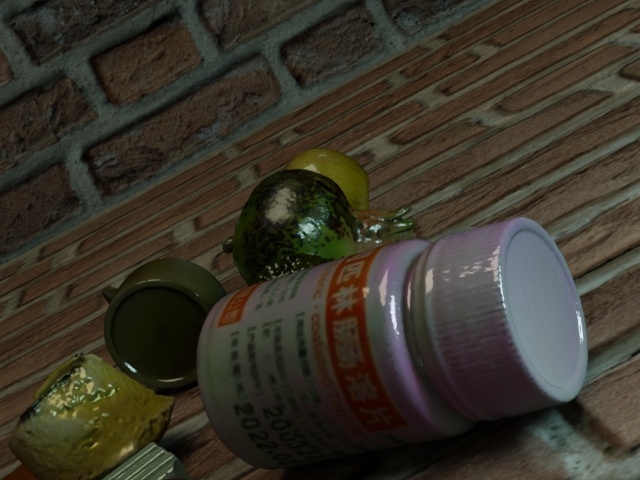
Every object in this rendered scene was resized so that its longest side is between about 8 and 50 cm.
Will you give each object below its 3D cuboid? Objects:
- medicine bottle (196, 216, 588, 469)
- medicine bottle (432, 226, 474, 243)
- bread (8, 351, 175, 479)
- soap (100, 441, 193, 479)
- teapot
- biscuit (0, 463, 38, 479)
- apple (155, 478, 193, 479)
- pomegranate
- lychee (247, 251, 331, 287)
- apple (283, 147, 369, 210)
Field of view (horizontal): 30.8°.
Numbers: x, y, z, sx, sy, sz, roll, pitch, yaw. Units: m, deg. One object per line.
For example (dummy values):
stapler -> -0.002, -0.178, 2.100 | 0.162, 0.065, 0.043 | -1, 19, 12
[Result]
medicine bottle -> 0.073, 0.118, 1.262 | 0.388, 0.219, 0.219 | -16, 20, 33
medicine bottle -> 0.186, 0.058, 1.391 | 0.079, 0.140, 0.079 | -25, 17, 8
bread -> -0.302, 0.248, 1.541 | 0.197, 0.170, 0.197 | -47, 8, 9
soap -> -0.248, 0.333, 1.389 | 0.198, 0.066, 0.119 | -35, 19, -22
teapot -> -0.215, 0.115, 1.801 | 0.267, 0.185, 0.175 | 12, 22, 1
biscuit -> -0.427, 0.361, 1.612 | 0.183, 0.043, 0.280 | -13, 26, 48
apple -> -0.158, 0.324, 1.166 | 0.195, 0.160, 0.173 | -27, -6, -19
pomegranate -> -0.002, 0.002, 1.799 | 0.276, 0.222, 0.204 | 0, -7, -31
lychee -> -0.023, 0.090, 1.616 | 0.171, 0.171, 0.171 | -26, 17, 8
apple -> 0.007, -0.076, 2.035 | 0.155, 0.182, 0.182 | 1, 17, -4
